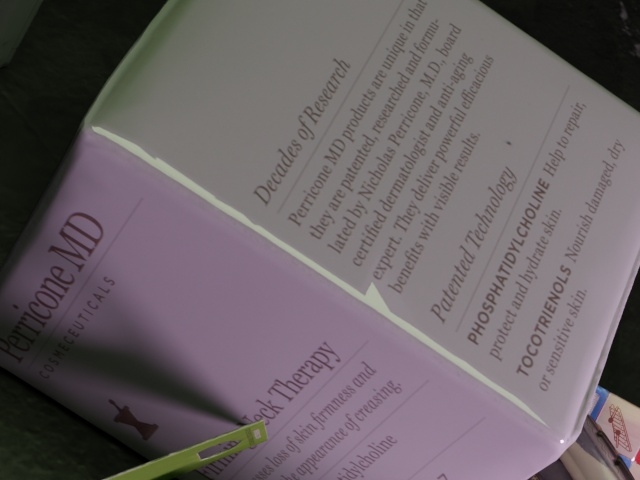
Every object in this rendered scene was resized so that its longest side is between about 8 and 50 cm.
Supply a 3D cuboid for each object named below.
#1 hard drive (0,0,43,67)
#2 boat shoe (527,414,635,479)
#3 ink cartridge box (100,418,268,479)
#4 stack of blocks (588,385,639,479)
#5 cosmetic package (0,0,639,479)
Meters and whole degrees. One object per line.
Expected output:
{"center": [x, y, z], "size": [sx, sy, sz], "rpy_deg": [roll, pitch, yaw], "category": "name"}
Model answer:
{"center": [-0.265, -0.304, 1.420], "size": [0.040, 0.307, 0.203], "rpy_deg": [-20, 72, -37], "category": "hard drive"}
{"center": [0.225, 0.290, 1.317], "size": [0.132, 0.130, 0.355], "rpy_deg": [43, 17, -57], "category": "boat shoe"}
{"center": [-0.138, 0.216, 1.181], "size": [0.255, 0.189, 0.097], "rpy_deg": [-22, 80, -5], "category": "ink cartridge box"}
{"center": [0.286, 0.249, 1.455], "size": [0.297, 0.087, 0.171], "rpy_deg": [28, 84, 0], "category": "stack of blocks"}
{"center": [0.000, 0.000, 1.365], "size": [0.394, 0.329, 0.327], "rpy_deg": [33, 51, -6], "category": "cosmetic package"}
